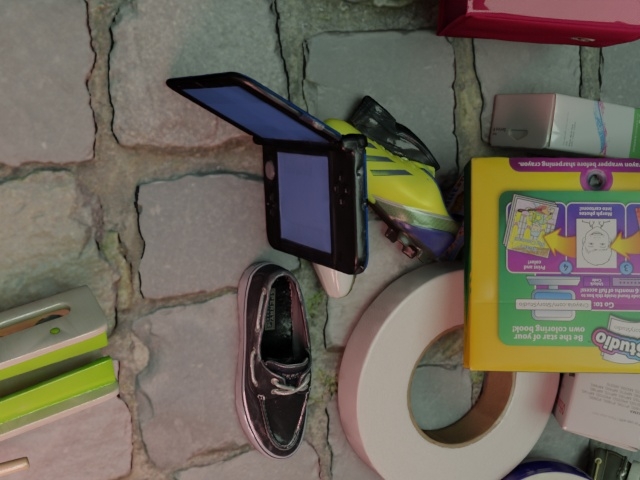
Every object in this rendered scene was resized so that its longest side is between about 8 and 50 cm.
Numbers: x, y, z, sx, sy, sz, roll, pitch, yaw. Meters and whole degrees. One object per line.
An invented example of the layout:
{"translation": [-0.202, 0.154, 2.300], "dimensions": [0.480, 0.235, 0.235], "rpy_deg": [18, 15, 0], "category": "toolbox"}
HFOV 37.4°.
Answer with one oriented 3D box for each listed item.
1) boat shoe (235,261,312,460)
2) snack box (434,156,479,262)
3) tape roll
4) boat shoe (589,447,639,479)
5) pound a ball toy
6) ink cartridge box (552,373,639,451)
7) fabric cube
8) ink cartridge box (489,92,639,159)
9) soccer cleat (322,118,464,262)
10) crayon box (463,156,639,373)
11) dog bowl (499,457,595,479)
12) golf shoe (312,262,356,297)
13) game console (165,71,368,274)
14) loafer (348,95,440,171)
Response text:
{"translation": [-0.057, 0.183, 1.377], "dimensions": [0.108, 0.102, 0.301], "rpy_deg": [-4, 98, -26], "category": "boat shoe"}
{"translation": [0.227, -0.045, 1.533], "dimensions": [0.064, 0.022, 0.178], "rpy_deg": [38, 80, -27], "category": "snack box"}
{"translation": [0.214, 0.224, 1.524], "dimensions": [0.392, 0.072, 0.392], "rpy_deg": [-5, 101, -26], "category": "tape roll"}
{"translation": [0.479, 0.521, 1.693], "dimensions": [0.305, 0.091, 0.109], "rpy_deg": [-67, 159, 1], "category": "boat shoe"}
{"translation": [-0.426, 0.198, 1.202], "dimensions": [0.319, 0.136, 0.208], "rpy_deg": [-19, 130, -23], "category": "pound a ball toy"}
{"translation": [0.485, 0.167, 1.565], "dimensions": [0.131, 0.226, 0.306], "rpy_deg": [15, 90, 9], "category": "ink cartridge box"}
{"translation": [0.321, -0.421, 1.360], "dimensions": [0.258, 0.254, 0.259], "rpy_deg": [3, 96, -4], "category": "fabric cube"}
{"translation": [0.405, -0.180, 1.529], "dimensions": [0.212, 0.154, 0.093], "rpy_deg": [3, 95, -26], "category": "ink cartridge box"}
{"translation": [0.107, -0.091, 1.425], "dimensions": [0.121, 0.093, 0.289], "rpy_deg": [-47, 114, -8], "category": "soccer cleat"}
{"translation": [0.397, 0.039, 1.402], "dimensions": [0.363, 0.106, 0.313], "rpy_deg": [1, 86, 3], "category": "crayon box"}
{"translation": [0.377, 0.503, 1.575], "dimensions": [0.265, 0.104, 0.264], "rpy_deg": [0, 88, -2], "category": "dog bowl"}
{"translation": [0.000, 0.000, 1.389], "dimensions": [0.086, 0.067, 0.186], "rpy_deg": [-24, 104, -56], "category": "golf shoe"}
{"translation": [-0.077, -0.089, 1.227], "dimensions": [0.173, 0.293, 0.250], "rpy_deg": [-6, 99, -24], "category": "game console"}
{"translation": [0.112, -0.150, 1.450], "dimensions": [0.170, 0.062, 0.061], "rpy_deg": [37, 102, -22], "category": "loafer"}
